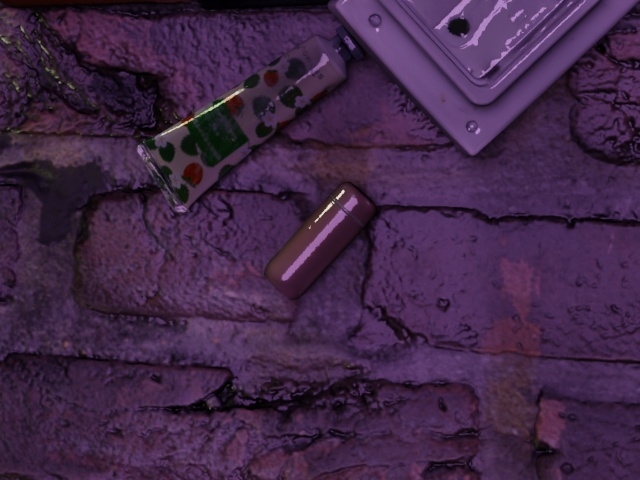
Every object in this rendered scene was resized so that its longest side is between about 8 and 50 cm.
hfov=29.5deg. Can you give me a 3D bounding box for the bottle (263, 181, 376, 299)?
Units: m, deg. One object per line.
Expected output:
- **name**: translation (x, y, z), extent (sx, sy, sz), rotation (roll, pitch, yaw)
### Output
- **bottle**: translation (0.000, 0.000, 1.330), extent (0.053, 0.053, 0.140), rotation (43, 96, 6)

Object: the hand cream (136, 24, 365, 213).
- **hand cream**: translation (-0.074, -0.142, 1.343), extent (0.276, 0.059, 0.095), rotation (-35, 83, 11)

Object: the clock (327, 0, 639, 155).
- **clock**: translation (0.175, -0.251, 1.251), extent (0.262, 0.116, 0.231), rotation (-43, 99, 7)

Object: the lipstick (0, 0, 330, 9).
- **lipstick**: translation (-0.180, -0.294, 1.347), extent (0.418, 0.077, 0.077), rotation (2, 90, 10)
